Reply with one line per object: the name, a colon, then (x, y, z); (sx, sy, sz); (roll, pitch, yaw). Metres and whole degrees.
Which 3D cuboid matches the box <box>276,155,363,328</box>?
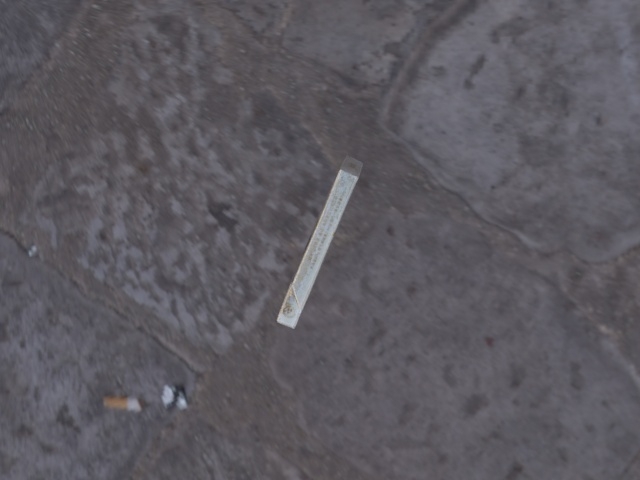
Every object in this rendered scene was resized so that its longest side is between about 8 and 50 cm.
box: (0.000, 0.000, 1.253); (0.024, 0.090, 0.167); (23, 103, -1)
